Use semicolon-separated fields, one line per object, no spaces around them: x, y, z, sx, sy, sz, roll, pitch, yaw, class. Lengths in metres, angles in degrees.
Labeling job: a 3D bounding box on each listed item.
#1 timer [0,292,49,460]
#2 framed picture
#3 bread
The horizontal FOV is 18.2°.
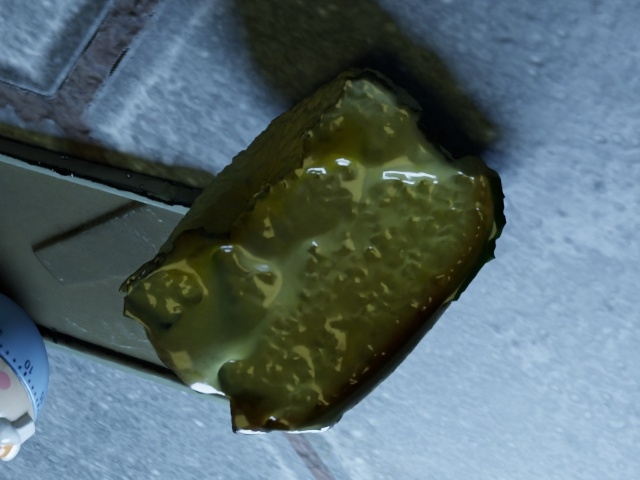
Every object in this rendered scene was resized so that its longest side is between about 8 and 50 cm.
-0.316;0.151;1.671;0.175;0.255;0.175;4;140;3;timer
-0.196;0.020;1.636;0.335;0.022;0.247;15;140;26;framed picture
-0.004;0.002;1.362;0.174;0.133;0.251;40;101;-14;bread
